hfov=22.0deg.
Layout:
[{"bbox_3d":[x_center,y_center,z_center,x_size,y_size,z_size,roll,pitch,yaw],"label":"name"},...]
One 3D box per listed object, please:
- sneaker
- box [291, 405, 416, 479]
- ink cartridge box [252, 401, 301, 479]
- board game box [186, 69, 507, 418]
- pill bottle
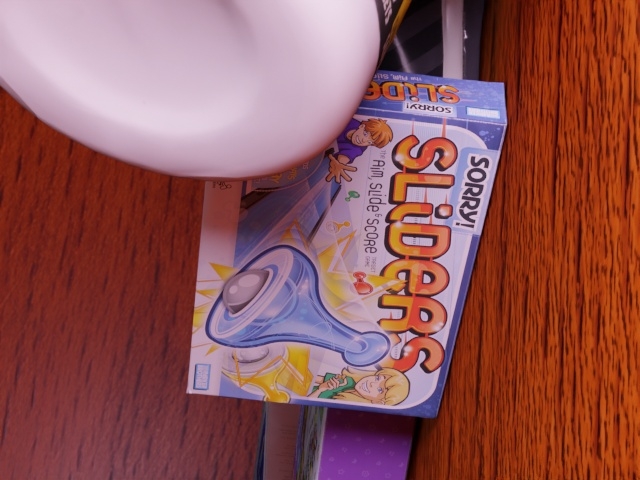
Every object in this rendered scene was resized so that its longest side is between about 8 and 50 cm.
[{"bbox_3d":[0.034,-0.113,0.877,0.084,0.097,0.234,-127,43,-85],"label":"sneaker"},{"bbox_3d":[0.021,0.108,1.053,0.201,0.057,0.293,-92,9,-62],"label":"box"},{"bbox_3d":[-0.042,0.307,1.702,0.371,0.069,0.175,-86,4,-62],"label":"ink cartridge box"},{"bbox_3d":[0.008,0.003,0.820,0.035,0.136,0.201,-87,4,-49],"label":"board game box"},{"bbox_3d":[-0.016,-0.202,0.723,0.188,0.188,0.334,101,-168,-55],"label":"pill bottle"}]
